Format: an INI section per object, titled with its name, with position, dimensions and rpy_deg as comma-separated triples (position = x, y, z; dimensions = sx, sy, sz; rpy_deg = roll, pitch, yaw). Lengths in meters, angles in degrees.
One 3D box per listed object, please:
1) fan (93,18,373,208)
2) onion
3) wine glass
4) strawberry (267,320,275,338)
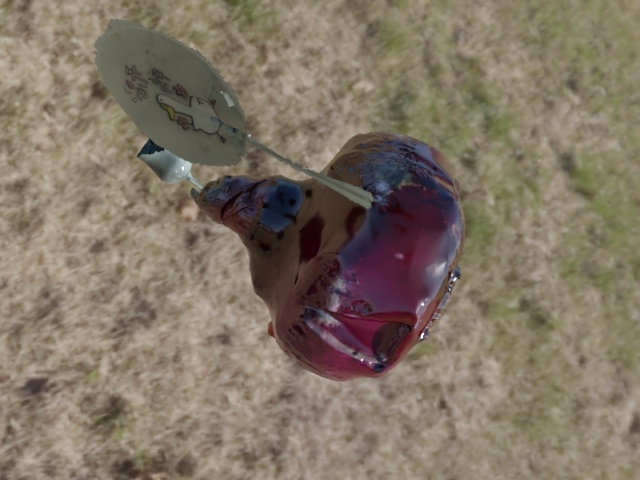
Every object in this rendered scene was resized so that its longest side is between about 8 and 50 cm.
[fan]
position = -0.114, -0.140, 1.296
dimensions = 0.415, 0.233, 0.012
rpy_deg = 29, 60, 10
[onion]
position = 0.000, 0.000, 1.600
dimensions = 0.420, 0.398, 0.398
rpy_deg = 19, 49, -1
[wine glass]
position = -0.255, -0.125, 1.970
dimensions = 0.195, 0.079, 0.079
rpy_deg = 39, 44, -18
[strawberry]
position = -0.010, 0.176, 2.142
dimensions = 0.202, 0.187, 0.184
rpy_deg = 4, 63, -26
